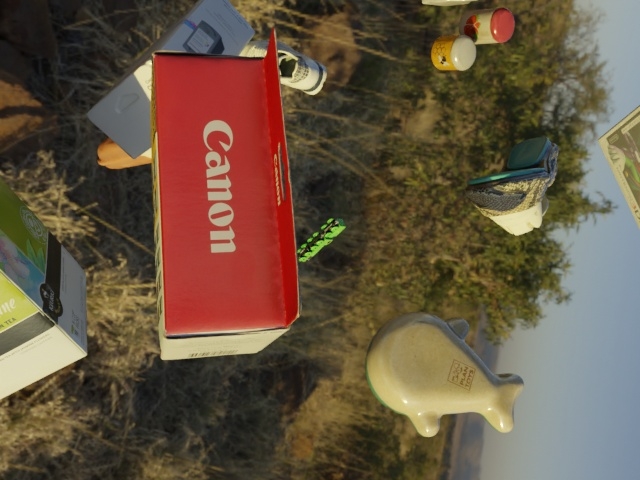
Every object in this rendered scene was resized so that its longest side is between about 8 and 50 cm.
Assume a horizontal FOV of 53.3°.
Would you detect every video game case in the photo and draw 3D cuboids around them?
[{"bbox_3d":[0.392,-0.069,0.722,0.190,0.022,0.173,73,-4,-81],"label":"video game case"}]

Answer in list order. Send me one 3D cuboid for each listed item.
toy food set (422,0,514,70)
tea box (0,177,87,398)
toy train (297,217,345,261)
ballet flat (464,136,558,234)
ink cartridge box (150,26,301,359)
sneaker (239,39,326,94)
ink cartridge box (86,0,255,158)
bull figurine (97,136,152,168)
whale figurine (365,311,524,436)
[{"bbox_3d":[0.190,-0.307,0.702,0.111,0.105,0.232,-9,107,-37],"label":"toy food set"},{"bbox_3d":[-0.574,0.078,0.925,0.323,0.329,0.220,63,0,-40],"label":"tea box"},{"bbox_3d":[0.000,0.000,0.784,0.024,0.083,0.017,2,55,-43],"label":"toy train"},{"bbox_3d":[0.479,-0.116,1.506,0.483,0.164,0.181,-32,110,-54],"label":"ballet flat"},{"bbox_3d":[-0.119,-0.039,0.709,0.272,0.130,0.309,131,-46,-68],"label":"ink cartridge box"},{"bbox_3d":[-0.099,-0.367,1.300,0.095,0.235,0.090,-1,110,-54],"label":"sneaker"},{"bbox_3d":[-0.288,-0.331,1.257,0.131,0.226,0.306,45,43,-25],"label":"ink cartridge box"},{"bbox_3d":[-0.391,-0.242,1.523,0.188,0.311,0.101,-69,149,-45],"label":"bull figurine"},{"bbox_3d":[0.207,0.238,1.106,0.141,0.272,0.216,116,-4,-67],"label":"whale figurine"}]
